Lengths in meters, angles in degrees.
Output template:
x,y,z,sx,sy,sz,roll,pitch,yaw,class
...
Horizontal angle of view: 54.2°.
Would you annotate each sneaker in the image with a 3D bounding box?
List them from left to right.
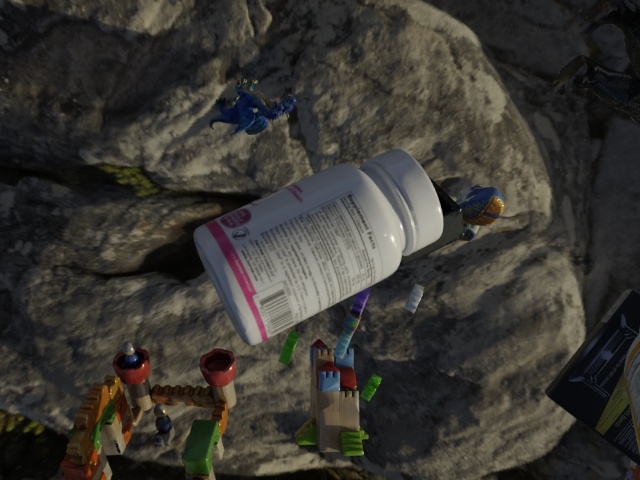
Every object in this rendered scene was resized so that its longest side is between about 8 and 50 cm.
x,y,z,sx,sy,sz,roll,pitch,yaw,class
0.404,-0.101,1.660,0.112,0.296,0.130,20,73,-2,sneaker

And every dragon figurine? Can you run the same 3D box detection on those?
x,y,z,sx,sy,sz,roll,pitch,yaw,class
-0.196,-0.320,1.629,0.289,0.085,0.143,-30,82,33,dragon figurine

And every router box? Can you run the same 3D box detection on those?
x,y,z,sx,sy,sz,roll,pitch,yaw,class
0.696,0.300,1.390,0.243,0.081,0.308,38,94,14,router box

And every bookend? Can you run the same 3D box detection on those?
x,y,z,sx,sy,sz,roll,pitch,yaw,class
0.153,-0.043,1.145,0.156,0.157,0.072,-24,132,-8,bookend

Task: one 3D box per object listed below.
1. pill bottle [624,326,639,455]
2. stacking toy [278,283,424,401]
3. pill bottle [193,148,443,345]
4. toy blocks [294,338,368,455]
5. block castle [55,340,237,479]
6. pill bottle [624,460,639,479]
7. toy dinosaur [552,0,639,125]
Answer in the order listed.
x,y,z,sx,sy,sz,roll,pitch,yaw,class
0.264,0.119,0.399,0.118,0.215,0.117,8,119,15,pill bottle
0.049,0.133,1.016,0.167,0.052,0.221,25,101,8,stacking toy
0.000,0.000,0.789,0.283,0.160,0.160,-26,91,-14,pill bottle
0.031,0.396,1.659,0.191,0.381,0.260,0,83,-6,toy blocks
-0.364,0.417,1.337,0.303,0.453,0.212,0,123,7,block castle
0.869,0.563,1.606,0.121,0.121,0.215,12,98,-5,pill bottle
0.255,-0.115,0.402,0.160,0.121,0.313,33,44,-7,toy dinosaur
